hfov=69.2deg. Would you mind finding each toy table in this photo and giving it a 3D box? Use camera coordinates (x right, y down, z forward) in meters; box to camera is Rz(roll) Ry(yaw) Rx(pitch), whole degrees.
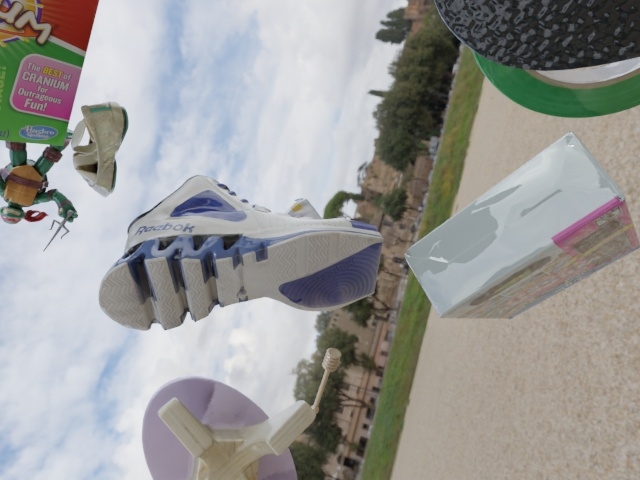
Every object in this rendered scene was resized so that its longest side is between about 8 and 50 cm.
[{"bbox_3d":[-0.122,0.307,0.620,0.252,0.274,0.161,-53,9,-20],"label":"toy table"}]

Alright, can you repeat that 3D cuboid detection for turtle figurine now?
[{"bbox_3d":[-0.533,-0.104,0.834,0.175,0.118,0.234,12,-78,-49],"label":"turtle figurine"}]

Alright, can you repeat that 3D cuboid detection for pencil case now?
[{"bbox_3d":[0.000,0.000,1.365,0.124,0.273,0.113,-49,-3,29],"label":"pencil case"}]

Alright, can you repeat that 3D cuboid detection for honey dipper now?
[{"bbox_3d":[0.007,0.290,0.938,0.030,0.031,0.160,-46,-27,-66],"label":"honey dipper"}]

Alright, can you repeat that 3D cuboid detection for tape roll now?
[{"bbox_3d":[0.356,-0.325,0.597,0.077,0.322,0.321,-60,-21,-53],"label":"tape roll"}]

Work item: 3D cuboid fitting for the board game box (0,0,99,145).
[{"bbox_3d":[-0.355,-0.242,0.447,0.242,0.064,0.316,-4,-38,-43],"label":"board game box"}]

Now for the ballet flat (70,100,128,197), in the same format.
[{"bbox_3d":[-0.272,-0.107,0.555,0.052,0.057,0.168,-13,-22,-36],"label":"ballet flat"}]

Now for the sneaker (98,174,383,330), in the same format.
[{"bbox_3d":[-0.092,-0.009,0.563,0.182,0.316,0.127,-111,22,-47],"label":"sneaker"}]

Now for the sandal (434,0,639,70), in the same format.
[{"bbox_3d":[0.346,-0.273,0.488,0.107,0.446,0.167,-52,-36,-54],"label":"sandal"}]

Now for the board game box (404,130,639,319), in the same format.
[{"bbox_3d":[0.281,0.010,0.613,0.224,0.097,0.303,-39,-28,25],"label":"board game box"}]
